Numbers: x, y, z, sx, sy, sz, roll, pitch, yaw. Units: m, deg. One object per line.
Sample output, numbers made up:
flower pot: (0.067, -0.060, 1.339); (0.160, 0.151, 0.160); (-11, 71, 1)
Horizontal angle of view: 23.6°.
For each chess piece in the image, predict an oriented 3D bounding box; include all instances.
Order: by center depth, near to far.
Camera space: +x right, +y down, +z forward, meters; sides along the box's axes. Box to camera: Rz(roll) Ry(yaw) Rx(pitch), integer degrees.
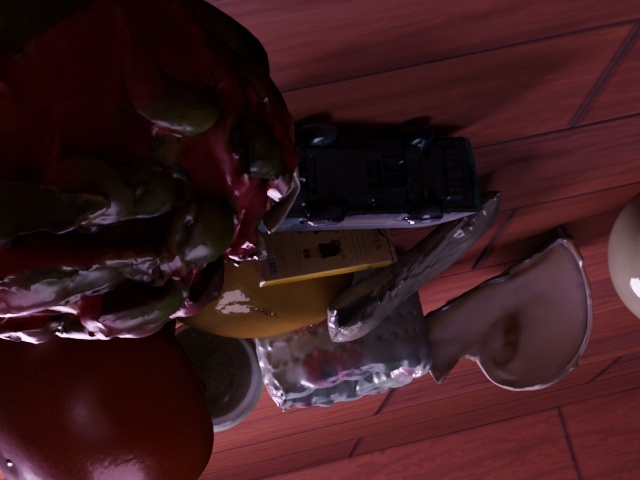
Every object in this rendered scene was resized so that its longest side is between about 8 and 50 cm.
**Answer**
chess piece: (-0.138, 0.170, 1.961); (0.139, 0.139, 0.271); (-14, 177, -2)

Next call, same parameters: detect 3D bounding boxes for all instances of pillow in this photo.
pillow: (0.100, 0.029, 1.635); (0.230, 0.050, 0.148); (-37, 178, -10)

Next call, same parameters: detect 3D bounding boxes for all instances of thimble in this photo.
thimble: (0.017, 0.107, 1.796); (0.211, 0.149, 0.185); (-7, 165, -23)

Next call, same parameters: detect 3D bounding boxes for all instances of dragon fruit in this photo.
dragon fruit: (-0.159, -0.045, 0.943); (0.303, 0.237, 0.231); (-14, 162, -36)

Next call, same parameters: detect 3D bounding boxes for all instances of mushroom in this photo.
mushroom: (0.248, 0.121, 1.948); (0.236, 0.162, 0.173); (-30, 167, 1)

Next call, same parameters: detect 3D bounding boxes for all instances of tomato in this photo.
tomato: (-0.230, 0.166, 1.572); (0.224, 0.256, 0.256); (-34, 174, -27)

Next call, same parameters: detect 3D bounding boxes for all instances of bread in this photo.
bread: (-0.064, 0.052, 1.624); (0.217, 0.098, 0.147); (-1, 156, -45)

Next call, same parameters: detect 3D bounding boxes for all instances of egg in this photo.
egg: (0.441, 0.016, 1.790); (0.188, 0.188, 0.254); (-27, 169, 37)

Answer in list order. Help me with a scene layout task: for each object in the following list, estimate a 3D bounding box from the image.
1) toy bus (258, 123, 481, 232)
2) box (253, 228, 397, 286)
toy bus: (0.024, -0.052, 1.369); (0.262, 0.091, 0.109); (0, 169, -39)
box: (0.000, 0.000, 1.540); (0.149, 0.073, 0.020); (-8, 164, -20)
